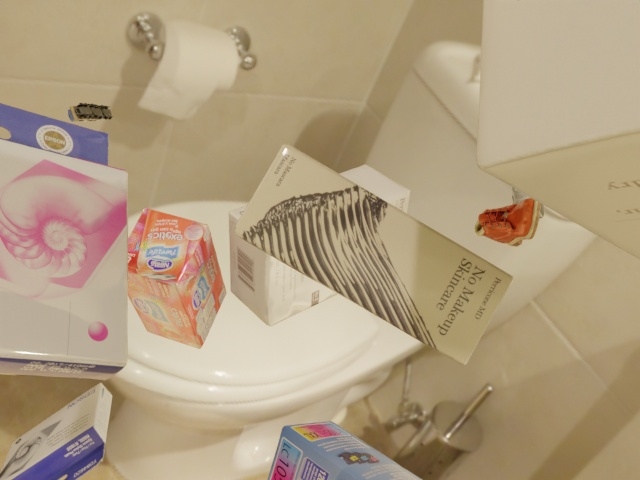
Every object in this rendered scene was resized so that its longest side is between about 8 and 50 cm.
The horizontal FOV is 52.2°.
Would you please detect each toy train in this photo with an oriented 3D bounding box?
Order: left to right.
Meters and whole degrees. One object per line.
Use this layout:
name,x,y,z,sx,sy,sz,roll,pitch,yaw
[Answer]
toy train,-0.393,-0.216,1.113,0.036,0.027,0.158,-16,9,2

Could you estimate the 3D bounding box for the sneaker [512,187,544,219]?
sneaker,0.434,-0.100,1.350,0.086,0.132,0.228,0,7,33

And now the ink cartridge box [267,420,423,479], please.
ink cartridge box,0.077,0.520,1.117,0.395,0.270,0.151,21,9,41

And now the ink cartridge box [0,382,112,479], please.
ink cartridge box,-0.501,0.394,1.228,0.045,0.223,0.224,57,-2,-22

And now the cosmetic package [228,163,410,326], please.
cosmetic package,0.000,0.000,1.418,0.385,0.217,0.156,-23,42,-31

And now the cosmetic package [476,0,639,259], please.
cosmetic package,0.340,-0.161,0.385,0.393,0.327,0.329,17,71,-41

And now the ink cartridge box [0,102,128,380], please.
ink cartridge box,-0.356,-0.035,0.655,0.324,0.071,0.330,13,57,-38

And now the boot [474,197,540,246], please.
boot,0.308,-0.033,1.079,0.084,0.158,0.059,14,71,-1

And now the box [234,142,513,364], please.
box,0.052,0.015,0.697,0.275,0.113,0.094,29,-3,-3

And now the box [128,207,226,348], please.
box,-0.306,0.088,1.376,0.142,0.300,0.154,15,60,10
